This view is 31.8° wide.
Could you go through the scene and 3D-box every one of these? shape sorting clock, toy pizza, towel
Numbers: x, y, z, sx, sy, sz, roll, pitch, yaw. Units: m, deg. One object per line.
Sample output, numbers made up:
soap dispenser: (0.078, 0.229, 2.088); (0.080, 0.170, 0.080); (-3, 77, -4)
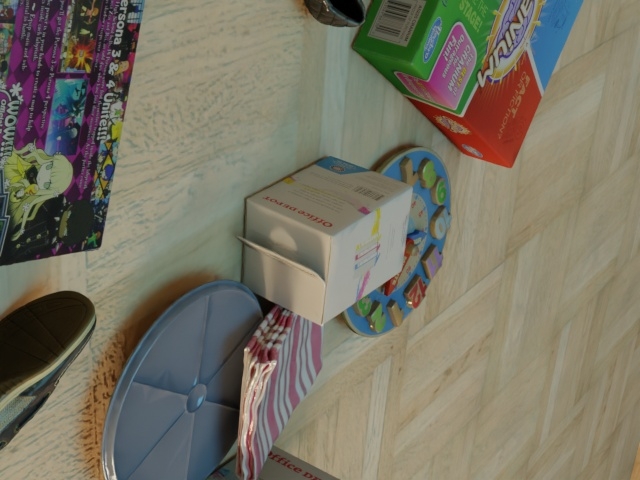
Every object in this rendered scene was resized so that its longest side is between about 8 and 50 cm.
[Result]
shape sorting clock: (0.082, 0.003, 1.163); (0.206, 0.040, 0.206); (-39, 140, -42)
toy pizza: (-0.114, 0.124, 0.922); (0.201, 0.032, 0.201); (-38, 140, -42)
towel: (-0.026, 0.109, 1.015); (0.197, 0.029, 0.144); (-54, 155, -56)

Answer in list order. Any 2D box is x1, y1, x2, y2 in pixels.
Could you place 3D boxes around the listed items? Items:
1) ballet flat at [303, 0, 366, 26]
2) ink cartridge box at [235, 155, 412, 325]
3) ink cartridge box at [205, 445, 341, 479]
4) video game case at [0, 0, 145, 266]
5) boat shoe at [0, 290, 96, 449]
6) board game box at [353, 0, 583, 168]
ballet flat: (-0.002, -0.230, 0.852); (0.057, 0.049, 0.173); (-58, 150, -20)
ink cartridge box: (0.000, 0.000, 0.970); (0.143, 0.092, 0.090); (-31, 135, -46)
ink cartridge box: (-0.062, 0.292, 1.024); (0.176, 0.128, 0.127); (-28, 132, -49)
video game case: (-0.189, -0.094, 0.636); (0.210, 0.042, 0.232); (-13, 120, -56)
boat shoe: (-0.205, 0.096, 0.734); (0.152, 0.056, 0.049); (-44, 149, -21)
board game box: (0.166, -0.233, 1.119); (0.316, 0.064, 0.242); (27, 85, -61)
